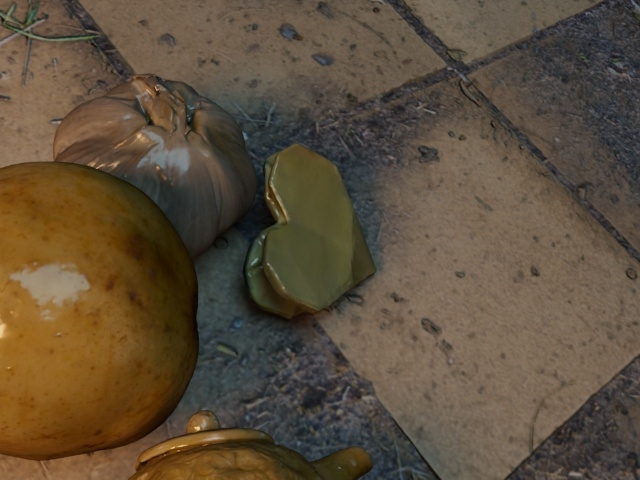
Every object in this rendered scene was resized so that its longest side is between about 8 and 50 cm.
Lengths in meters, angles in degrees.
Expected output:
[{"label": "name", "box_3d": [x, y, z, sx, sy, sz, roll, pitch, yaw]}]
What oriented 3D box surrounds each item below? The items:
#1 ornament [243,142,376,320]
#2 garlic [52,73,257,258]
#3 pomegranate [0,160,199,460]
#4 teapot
[{"label": "ornament", "box_3d": [0.000, 0.000, 0.919, 0.180, 0.059, 0.201, 26, 58, -32]}, {"label": "garlic", "box_3d": [-0.178, -0.084, 0.861, 0.228, 0.152, 0.228, 12, 58, -20]}, {"label": "pomegranate", "box_3d": [-0.232, 0.059, 0.681, 0.260, 0.260, 0.260, 11, 54, -15]}, {"label": "teapot", "box_3d": [-0.100, 0.221, 0.644, 0.311, 0.203, 0.167, -3, 60, -19]}]
